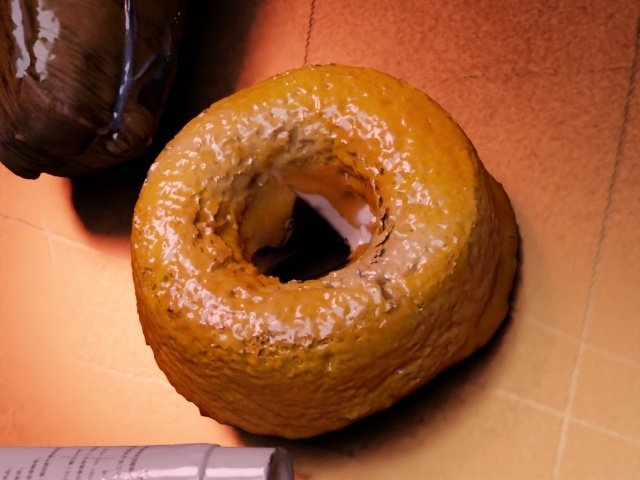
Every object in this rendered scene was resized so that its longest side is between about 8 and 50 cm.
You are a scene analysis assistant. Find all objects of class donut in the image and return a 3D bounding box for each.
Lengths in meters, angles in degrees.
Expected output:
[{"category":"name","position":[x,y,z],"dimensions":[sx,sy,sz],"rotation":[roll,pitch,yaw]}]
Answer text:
[{"category":"donut","position":[-0.003,0.001,0.917],"dimensions":[0.253,0.118,0.253],"rotation":[-3,55,4]}]

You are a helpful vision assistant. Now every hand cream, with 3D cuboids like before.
[{"category":"hand cream","position":[-0.179,0.160,0.921],"dimensions":[0.331,0.058,0.085],"rotation":[-4,65,17]}]

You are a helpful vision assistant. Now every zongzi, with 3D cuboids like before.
[{"category":"zongzi","position":[-0.234,-0.235,0.964],"dimensions":[0.160,0.360,0.323],"rotation":[-15,57,44]}]
